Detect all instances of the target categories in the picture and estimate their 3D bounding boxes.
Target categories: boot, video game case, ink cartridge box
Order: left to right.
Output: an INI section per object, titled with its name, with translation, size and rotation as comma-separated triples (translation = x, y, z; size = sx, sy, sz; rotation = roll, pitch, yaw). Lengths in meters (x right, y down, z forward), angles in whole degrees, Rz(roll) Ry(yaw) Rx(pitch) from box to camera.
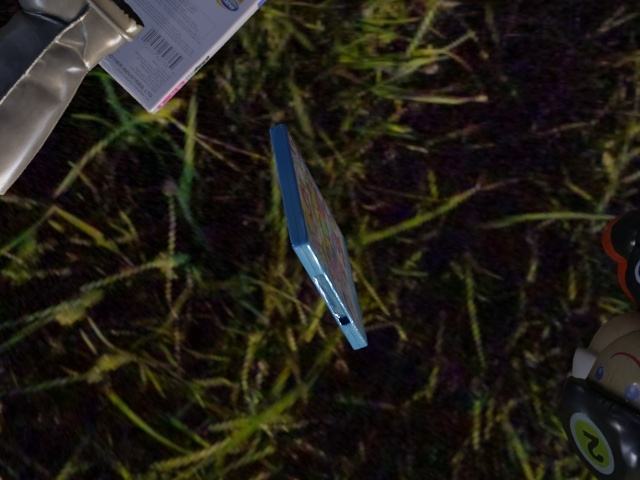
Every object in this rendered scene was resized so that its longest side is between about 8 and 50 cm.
[boot]
translation = -0.281, -0.168, 0.969
size = 0.208, 0.076, 0.189
rotation = -41, 111, 10
[ink cartridge box]
translation = -0.200, -0.355, 1.605
size = 0.186, 0.065, 0.311
rotation = 45, 94, -2
[video game case]
translation = 0.000, 0.000, 0.901
size = 0.015, 0.119, 0.166
rotation = -18, 143, 8

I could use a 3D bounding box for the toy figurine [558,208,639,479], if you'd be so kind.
[toy figurine]
translation = 0.204, 0.047, 0.430
size = 0.209, 0.213, 0.148
rotation = 24, 93, 12
